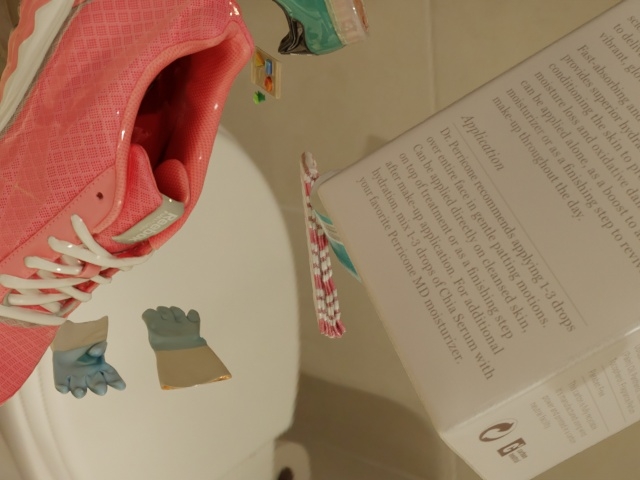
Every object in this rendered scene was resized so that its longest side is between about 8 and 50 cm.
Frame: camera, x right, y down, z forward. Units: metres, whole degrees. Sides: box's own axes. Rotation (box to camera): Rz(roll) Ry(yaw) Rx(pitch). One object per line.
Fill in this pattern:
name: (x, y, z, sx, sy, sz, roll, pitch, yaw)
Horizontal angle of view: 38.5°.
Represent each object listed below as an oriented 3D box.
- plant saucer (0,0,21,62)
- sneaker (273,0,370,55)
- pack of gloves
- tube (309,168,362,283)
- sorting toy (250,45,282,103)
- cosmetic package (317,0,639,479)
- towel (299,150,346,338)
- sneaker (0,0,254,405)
plant saucer: (-0.371, -0.349, 1.333, 0.041, 0.278, 0.278, -41, 132, -62)
sneaker: (-0.049, -0.339, 1.000, 0.108, 0.121, 0.302, -79, 149, -60)
pack of gloves: (-0.231, 0.118, 1.119, 0.195, 0.232, 0.046, -9, 110, -17)
tube: (0.035, 0.005, 0.921, 0.052, 0.080, 0.207, -37, 151, -9)
sorting toy: (-0.077, -0.219, 1.261, 0.012, 0.062, 0.083, -26, 136, -33)
cosmetic package: (0.254, -0.040, 0.651, 0.453, 0.230, 0.161, -31, 143, 8)
towel: (0.000, 0.000, 1.055, 0.144, 0.029, 0.197, -108, -168, -75)
sneaker: (-0.143, -0.020, 0.513, 0.116, 0.136, 0.314, 16, 103, -54)
